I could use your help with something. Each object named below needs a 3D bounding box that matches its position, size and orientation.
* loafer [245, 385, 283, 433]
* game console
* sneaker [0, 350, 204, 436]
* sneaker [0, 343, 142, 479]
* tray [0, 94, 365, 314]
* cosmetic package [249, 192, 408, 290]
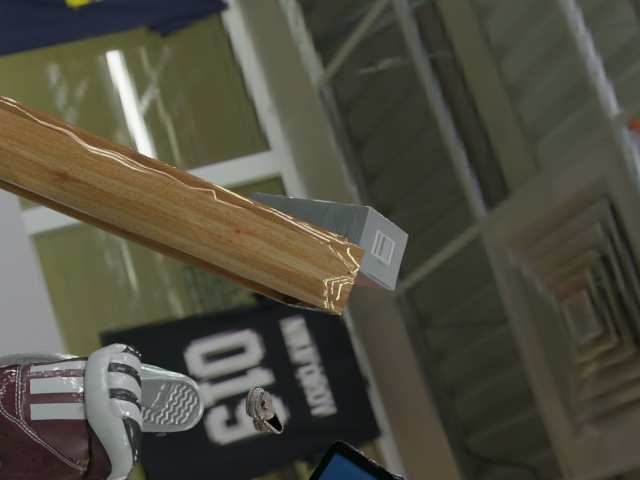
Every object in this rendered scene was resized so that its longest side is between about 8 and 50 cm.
[{"bbox_3d":[-0.079,0.246,2.137,0.039,0.045,0.125,18,-24,15],"label":"loafer"},{"bbox_3d":[0.032,0.327,1.698,0.144,0.085,0.124,-59,-154,24],"label":"game console"},{"bbox_3d":[-0.269,0.185,1.740,0.151,0.256,0.094,154,-57,-80],"label":"sneaker"},{"bbox_3d":[-0.218,0.152,1.028,0.281,0.162,0.106,111,-23,-52],"label":"sneaker"},{"bbox_3d":[-0.177,-0.039,1.415,0.203,0.411,0.076,177,-66,-77],"label":"tray"},{"bbox_3d":[0.000,0.000,2.286,0.238,0.127,0.107,4,-108,38],"label":"cosmetic package"}]
